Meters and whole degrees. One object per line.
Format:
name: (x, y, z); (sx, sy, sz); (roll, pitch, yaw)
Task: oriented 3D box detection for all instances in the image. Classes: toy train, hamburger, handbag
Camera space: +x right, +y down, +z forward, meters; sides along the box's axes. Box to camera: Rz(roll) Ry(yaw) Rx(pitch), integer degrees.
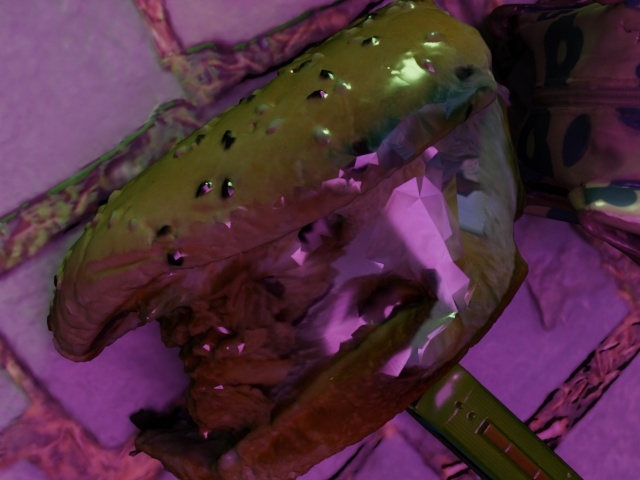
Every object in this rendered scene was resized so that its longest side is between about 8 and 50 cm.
toy train: (0.114, 0.133, 0.627); (0.209, 0.042, 0.044); (43, 78, -21)
hamburger: (0.000, 0.000, 0.494); (0.288, 0.192, 0.167); (-39, 99, -15)
handbag: (0.206, -0.073, 0.538); (0.193, 0.251, 0.190); (5, 95, -7)
